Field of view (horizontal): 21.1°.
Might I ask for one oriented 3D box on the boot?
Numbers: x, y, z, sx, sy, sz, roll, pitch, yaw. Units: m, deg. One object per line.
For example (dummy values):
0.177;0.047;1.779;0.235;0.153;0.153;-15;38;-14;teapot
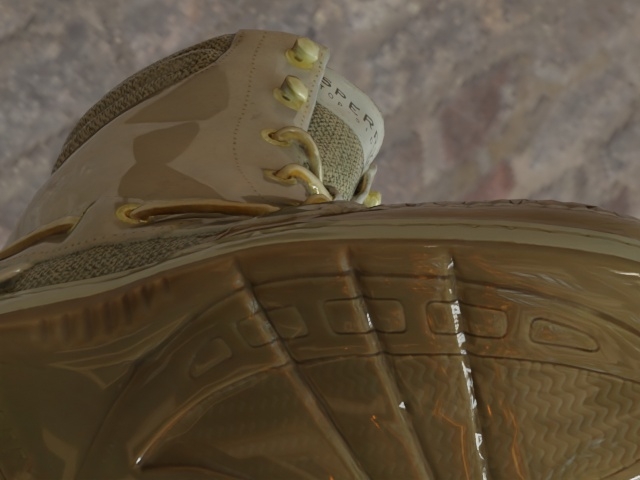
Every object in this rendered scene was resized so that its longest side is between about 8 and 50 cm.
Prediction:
0.000;0.000;0.528;0.095;0.262;0.203;68;27;-23;boot
